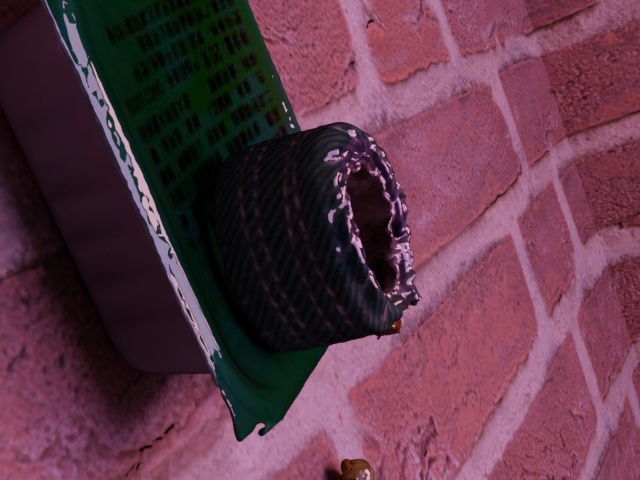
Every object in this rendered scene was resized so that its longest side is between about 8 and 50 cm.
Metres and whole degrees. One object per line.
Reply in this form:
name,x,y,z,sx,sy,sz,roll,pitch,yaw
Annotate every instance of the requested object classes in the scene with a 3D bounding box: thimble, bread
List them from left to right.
thimble,-0.001,-0.002,0.772,0.118,0.090,0.135,-25,101,-64
bread,0.029,0.225,1.024,0.049,0.034,0.088,62,26,-59

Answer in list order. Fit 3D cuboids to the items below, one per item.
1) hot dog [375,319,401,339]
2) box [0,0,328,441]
hot dog,0.036,0.031,0.899,0.058,0.035,0.083,14,64,-64
box,-0.103,-0.053,0.822,0.336,0.106,0.264,68,25,-14
